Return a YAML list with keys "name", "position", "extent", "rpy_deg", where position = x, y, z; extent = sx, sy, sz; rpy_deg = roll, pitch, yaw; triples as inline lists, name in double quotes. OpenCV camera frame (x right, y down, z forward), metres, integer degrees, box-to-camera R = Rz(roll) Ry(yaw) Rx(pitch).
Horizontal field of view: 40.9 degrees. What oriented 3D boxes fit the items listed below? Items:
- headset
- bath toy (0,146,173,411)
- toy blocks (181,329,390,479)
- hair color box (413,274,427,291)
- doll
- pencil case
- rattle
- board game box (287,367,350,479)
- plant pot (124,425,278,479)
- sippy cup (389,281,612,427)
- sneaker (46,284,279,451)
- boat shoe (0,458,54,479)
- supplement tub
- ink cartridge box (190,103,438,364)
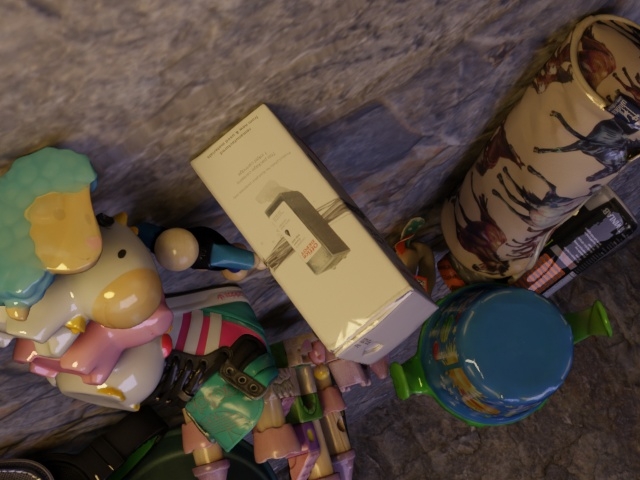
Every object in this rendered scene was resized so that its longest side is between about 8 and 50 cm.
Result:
- name: "headset"
  position: [-0.391, 0.362, 1.202]
  extent: [0.394, 0.185, 0.243]
  rpy_deg: [-42, 173, -35]
- name: "bath toy"
  position: [-0.196, 0.053, 0.740]
  extent: [0.151, 0.129, 0.348]
  rpy_deg: [9, 157, 5]
- name: "toy blocks"
  position: [-0.011, 0.272, 1.263]
  extent: [0.309, 0.260, 0.288]
  rpy_deg: [-21, 167, 19]
- name: "hair color box"
  position: [0.082, 0.076, 1.288]
  extent: [0.141, 0.043, 0.072]
  rpy_deg: [14, 144, -12]
- name: "doll"
  position: [-0.110, 0.010, 0.797]
  extent: [0.189, 0.129, 0.046]
  rpy_deg: [33, 72, -82]
- name: "pencil case"
  position: [0.315, -0.101, 1.167]
  extent: [0.160, 0.183, 0.410]
  rpy_deg: [-25, 160, -32]
- name: "rattle"
  position: [0.109, 0.034, 1.388]
  extent: [0.130, 0.143, 0.200]
  rpy_deg: [-53, 143, -14]
- name: "board game box"
  position: [-0.014, 0.301, 1.524]
  extent: [0.030, 0.260, 0.136]
  rpy_deg: [33, 118, -30]
- name: "plant pot"
  position: [-0.182, 0.495, 1.319]
  extent: [0.341, 0.341, 0.334]
  rpy_deg: [-32, -169, -12]
- name: "sippy cup"
  position: [0.274, 0.167, 1.306]
  extent: [0.305, 0.240, 0.224]
  rpy_deg: [-51, 173, -9]
- name: "sneaker"
  position: [-0.155, 0.163, 0.982]
  extent: [0.295, 0.178, 0.124]
  rpy_deg: [-13, 152, -50]
- name: "boat shoe"
  position: [-0.435, 0.319, 0.946]
  extent: [0.340, 0.127, 0.158]
  rpy_deg: [-18, 163, -42]
- name: "supplement tub"
  position: [0.371, -0.001, 1.504]
  extent: [0.316, 0.193, 0.193]
  rpy_deg: [-40, 162, 16]
- name: "ink cartridge box"
  position: [0.000, 0.000, 0.785]
  extent: [0.092, 0.218, 0.158]
  rpy_deg: [-38, 162, 6]
